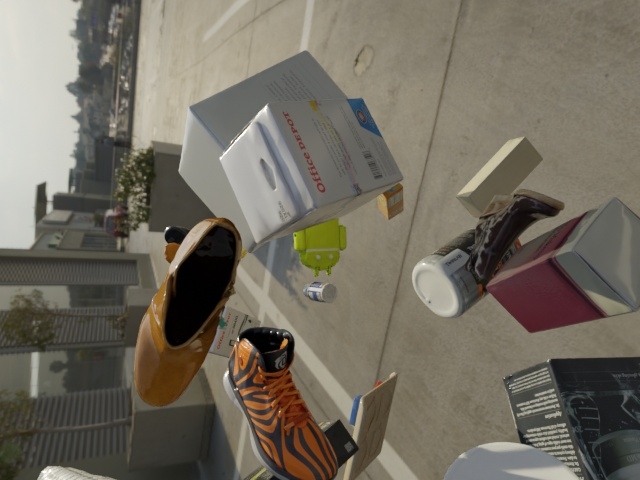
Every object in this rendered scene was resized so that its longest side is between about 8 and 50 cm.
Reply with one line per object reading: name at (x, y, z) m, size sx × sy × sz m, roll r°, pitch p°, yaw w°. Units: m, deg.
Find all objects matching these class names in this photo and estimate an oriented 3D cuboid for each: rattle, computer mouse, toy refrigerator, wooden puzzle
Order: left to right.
computer mouse at (-0.435, 0.060, 1.407) m, size 0.184 × 0.262 × 0.060 m, roll -43°, pitch 13°, yaw 35°
rattle at (-0.293, 0.118, 0.951) m, size 0.142 × 0.130 × 0.199 m, roll 84°, pitch 179°, yaw -56°
wooden puzzle at (0.163, 0.654, 1.437) m, size 0.081 × 0.348 × 0.322 m, roll 15°, pitch 97°, yaw 27°
toy refrigerator at (0.582, -0.204, 1.333) m, size 0.269 × 0.102 × 0.094 m, roll -47°, pitch 12°, yaw -4°

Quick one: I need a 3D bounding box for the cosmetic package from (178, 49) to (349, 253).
cosmetic package at (-0.120, -0.235, 1.127) m, size 0.327 × 0.394 × 0.329 m, roll 50°, pitch 151°, yaw 0°

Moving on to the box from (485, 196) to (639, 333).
box at (0.432, 0.054, 0.706) m, size 0.127 × 0.149 × 0.232 m, roll 47°, pitch 158°, yaw 8°

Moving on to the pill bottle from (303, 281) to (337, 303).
pill bottle at (-0.004, 0.174, 1.367) m, size 0.120 × 0.067 × 0.067 m, roll -2°, pitch 85°, yaw 52°

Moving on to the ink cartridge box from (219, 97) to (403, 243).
ink cartridge box at (-0.014, -0.122, 0.697) m, size 0.168 × 0.233 × 0.171 m, roll -30°, pitch 84°, yaw 46°

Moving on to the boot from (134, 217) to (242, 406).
boot at (-0.178, 0.107, 0.509) m, size 0.211 × 0.104 × 0.295 m, roll -161°, pitch 92°, yaw -76°

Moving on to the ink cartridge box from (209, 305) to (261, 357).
ink cartridge box at (-0.298, 0.303, 1.321) m, size 0.086 × 0.203 × 0.148 m, roll 5°, pitch 69°, yaw 28°

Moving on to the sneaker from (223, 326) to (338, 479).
sneaker at (-0.077, 0.289, 0.757) m, size 0.321 × 0.125 × 0.180 m, roll 37°, pitch 124°, yaw 33°

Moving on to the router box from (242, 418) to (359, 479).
router box at (-0.084, 0.537, 0.917) m, size 0.081 × 0.309 × 0.243 m, roll 54°, pitch 153°, yaw 12°

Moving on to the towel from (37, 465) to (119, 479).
towel at (-0.218, 0.392, 0.475) m, size 0.235 × 0.283 × 0.121 m, roll -24°, pitch 25°, yaw 40°

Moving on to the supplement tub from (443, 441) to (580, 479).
supplement tub at (0.326, 0.524, 0.636) m, size 0.241 × 0.241 × 0.331 m, roll 13°, pitch 124°, yaw 62°

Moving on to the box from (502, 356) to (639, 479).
box at (0.901, 0.622, 1.240) m, size 0.297 × 0.480 × 0.471 m, roll 105°, pitch 163°, yaw -60°

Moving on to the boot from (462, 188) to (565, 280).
boot at (0.419, -0.004, 0.905) m, size 0.248 × 0.090 × 0.206 m, roll -136°, pitch 67°, yaw -84°

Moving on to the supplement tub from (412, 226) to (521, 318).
supplement tub at (0.450, 0.079, 1.229) m, size 0.193 × 0.316 × 0.193 m, roll 43°, pitch 149°, yaw 33°

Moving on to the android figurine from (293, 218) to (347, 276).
android figurine at (0.000, 0.000, 1.541) m, size 0.056 × 0.248 × 0.272 m, roll -5°, pitch 85°, yaw 50°

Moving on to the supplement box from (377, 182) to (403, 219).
supplement box at (0.254, -0.157, 1.485) m, size 0.078 × 0.080 × 0.233 m, roll 56°, pitch 178°, yaw 21°

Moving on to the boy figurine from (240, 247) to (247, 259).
boy figurine at (-0.328, 0.063, 1.615) m, size 0.285 × 0.092 × 0.177 m, roll -49°, pitch -1°, yaw 4°
